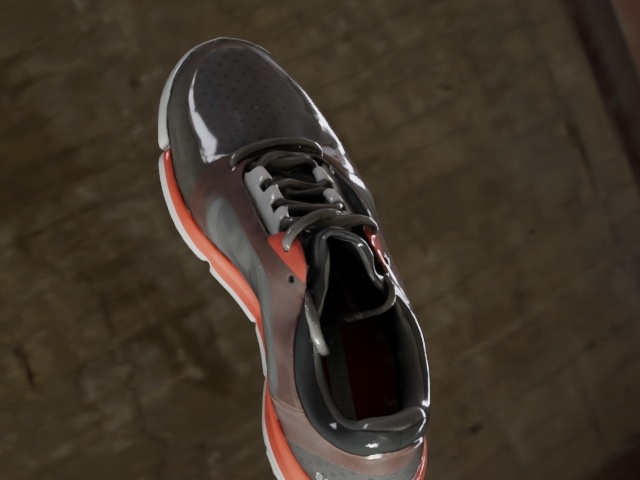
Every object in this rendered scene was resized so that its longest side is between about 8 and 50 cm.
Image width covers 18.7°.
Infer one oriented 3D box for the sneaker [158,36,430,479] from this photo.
[{"bbox_3d":[0.000,0.000,0.560,0.061,0.065,0.158,-14,-113,-21],"label":"sneaker"}]
